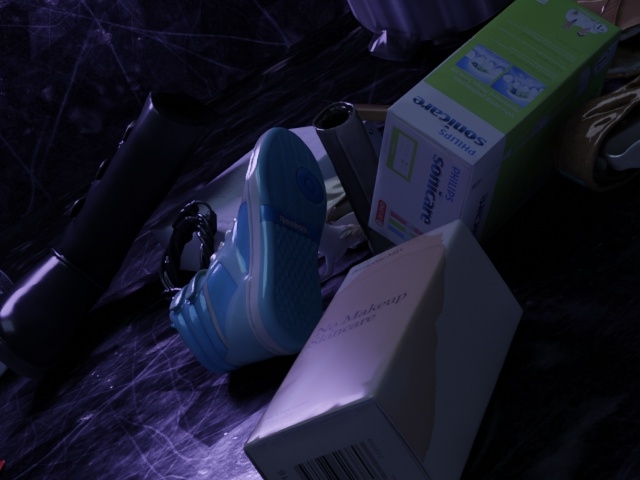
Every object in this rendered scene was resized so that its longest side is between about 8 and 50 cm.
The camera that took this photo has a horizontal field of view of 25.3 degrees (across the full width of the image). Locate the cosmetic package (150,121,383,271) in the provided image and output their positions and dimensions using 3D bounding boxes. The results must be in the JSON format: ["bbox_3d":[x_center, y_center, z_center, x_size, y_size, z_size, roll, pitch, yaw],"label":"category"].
[{"bbox_3d":[-0.081,-0.065,2.226,0.284,0.097,0.377,-37,15,-18],"label":"cosmetic package"}]

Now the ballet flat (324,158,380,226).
[{"bbox_3d":[0.096,-0.072,1.931,0.248,0.086,0.086,-25,16,7],"label":"ballet flat"}]

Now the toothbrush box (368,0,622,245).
[{"bbox_3d":[0.195,-0.126,1.607,0.283,0.122,0.206,-44,-22,-29],"label":"toothbrush box"}]

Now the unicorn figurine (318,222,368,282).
[{"bbox_3d":[0.000,0.000,1.862,0.111,0.162,0.060,-48,37,8],"label":"unicorn figurine"}]

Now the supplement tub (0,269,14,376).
[{"bbox_3d":[-0.632,0.142,2.531,0.194,0.193,0.316,-34,15,-2],"label":"supplement tub"}]

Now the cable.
[{"bbox_3d":[-0.187,0.037,2.079,0.047,0.150,0.184,-1,-29,-30],"label":"cable"}]

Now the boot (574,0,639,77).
[{"bbox_3d":[0.393,-0.291,1.976,0.236,0.089,0.269,-27,18,27],"label":"boot"}]

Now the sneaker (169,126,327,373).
[{"bbox_3d":[-0.102,0.019,1.766,0.208,0.127,0.319,-28,45,36],"label":"sneaker"}]

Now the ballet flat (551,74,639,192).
[{"bbox_3d":[0.404,-0.157,1.512,0.342,0.116,0.124,-32,33,10],"label":"ballet flat"}]

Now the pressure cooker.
[{"bbox_3d":[0.194,-0.532,2.560,0.370,0.420,0.375,-26,49,5],"label":"pressure cooker"}]

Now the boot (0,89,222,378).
[{"bbox_3d":[-0.342,-0.024,2.270,0.445,0.146,0.367,-50,10,16],"label":"boot"}]

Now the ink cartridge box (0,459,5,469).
[{"bbox_3d":[-0.553,0.351,1.924,0.231,0.078,0.134,-30,15,12],"label":"ink cartridge box"}]

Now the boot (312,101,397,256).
[{"bbox_3d":[0.053,-0.071,1.745,0.076,0.208,0.189,-33,15,1],"label":"boot"}]

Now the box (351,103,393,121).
[{"bbox_3d":[0.135,-0.178,2.008,0.201,0.021,0.164,4,7,13],"label":"box"}]

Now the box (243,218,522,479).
[{"bbox_3d":[0.067,0.121,1.279,0.148,0.121,0.311,-26,17,29],"label":"box"}]
